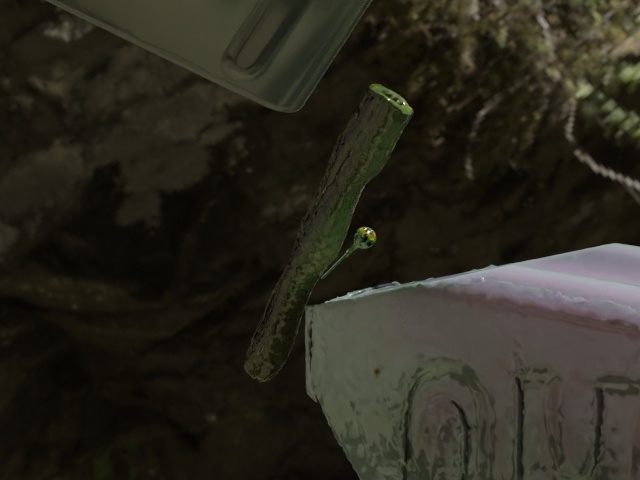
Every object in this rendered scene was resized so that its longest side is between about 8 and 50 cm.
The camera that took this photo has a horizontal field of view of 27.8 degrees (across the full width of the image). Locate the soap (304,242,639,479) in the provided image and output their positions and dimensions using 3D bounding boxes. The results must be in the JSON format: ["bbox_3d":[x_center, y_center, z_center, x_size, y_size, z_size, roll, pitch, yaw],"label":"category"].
[{"bbox_3d":[0.205,0.142,0.885,0.446,0.156,0.261,11,-71,36],"label":"soap"}]

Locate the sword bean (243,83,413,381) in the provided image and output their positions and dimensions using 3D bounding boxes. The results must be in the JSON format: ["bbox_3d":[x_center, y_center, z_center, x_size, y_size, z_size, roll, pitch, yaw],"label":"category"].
[{"bbox_3d":[0.000,0.000,0.972,0.038,0.269,0.043,16,30,-17],"label":"sword bean"}]

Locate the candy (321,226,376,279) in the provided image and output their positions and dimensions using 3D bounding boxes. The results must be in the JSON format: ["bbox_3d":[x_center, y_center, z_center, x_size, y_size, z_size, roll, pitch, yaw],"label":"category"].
[{"bbox_3d":[0.032,0.018,1.509,0.025,0.083,0.023,42,6,-17],"label":"candy"}]

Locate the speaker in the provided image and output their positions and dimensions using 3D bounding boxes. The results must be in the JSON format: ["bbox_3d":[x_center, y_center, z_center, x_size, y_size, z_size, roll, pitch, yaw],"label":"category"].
[{"bbox_3d":[-0.140,-0.297,1.184,0.406,0.184,0.183,24,36,-24],"label":"speaker"}]
